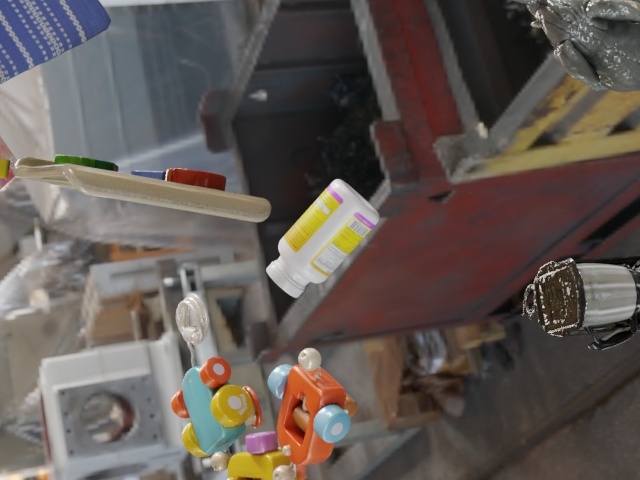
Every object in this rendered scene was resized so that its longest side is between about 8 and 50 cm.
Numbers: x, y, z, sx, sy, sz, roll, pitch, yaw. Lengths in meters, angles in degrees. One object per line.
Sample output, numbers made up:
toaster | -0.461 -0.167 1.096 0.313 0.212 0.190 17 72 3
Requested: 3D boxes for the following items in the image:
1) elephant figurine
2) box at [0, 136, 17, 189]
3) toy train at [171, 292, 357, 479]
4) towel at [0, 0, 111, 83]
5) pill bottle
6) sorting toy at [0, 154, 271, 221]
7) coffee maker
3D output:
elephant figurine | 0.395 -0.302 1.607 0.186 0.239 0.169 -7 77 46
box | -0.569 -0.164 1.478 0.300 0.142 0.154 59 -158 -18
toy train | -0.031 0.099 0.653 0.166 0.046 0.125 30 117 49
towel | -0.411 -0.260 1.143 0.243 0.336 0.040 56 147 -4
pill bottle | 0.000 0.000 0.770 0.083 0.043 0.043 -47 35 7
sorting toy | -0.228 -0.069 1.103 0.229 0.307 0.041 13 93 60
coffee maker | 0.390 0.068 1.471 0.171 0.178 0.120 -141 50 -71
